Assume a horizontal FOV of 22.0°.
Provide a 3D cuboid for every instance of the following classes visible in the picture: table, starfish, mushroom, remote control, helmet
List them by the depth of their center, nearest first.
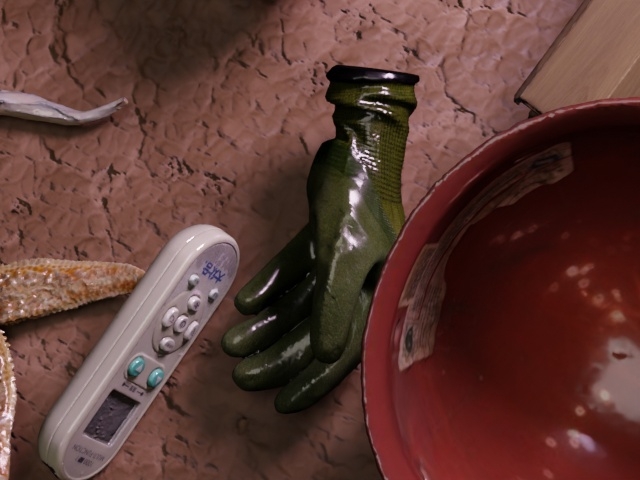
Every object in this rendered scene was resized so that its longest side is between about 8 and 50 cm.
[{"bbox_3d":[0.218,0.090,1.102,0.385,0.230,0.337,32,94,1],"label":"helmet"},{"bbox_3d":[0.251,-0.159,1.196,0.167,0.167,0.226,38,95,14],"label":"table"},{"bbox_3d":[-0.138,0.082,1.237,0.042,0.078,0.221,33,86,26],"label":"remote control"},{"bbox_3d":[-0.274,0.076,1.278,0.295,0.048,0.231,2,69,8],"label":"starfish"},{"bbox_3d":[-0.304,-0.080,1.320,0.306,0.043,0.068,-22,93,3],"label":"mushroom"}]

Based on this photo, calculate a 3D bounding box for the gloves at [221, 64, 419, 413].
[{"bbox_3d":[0.014,0.000,1.212,0.107,0.135,0.268,20,94,-13],"label":"gloves"}]
